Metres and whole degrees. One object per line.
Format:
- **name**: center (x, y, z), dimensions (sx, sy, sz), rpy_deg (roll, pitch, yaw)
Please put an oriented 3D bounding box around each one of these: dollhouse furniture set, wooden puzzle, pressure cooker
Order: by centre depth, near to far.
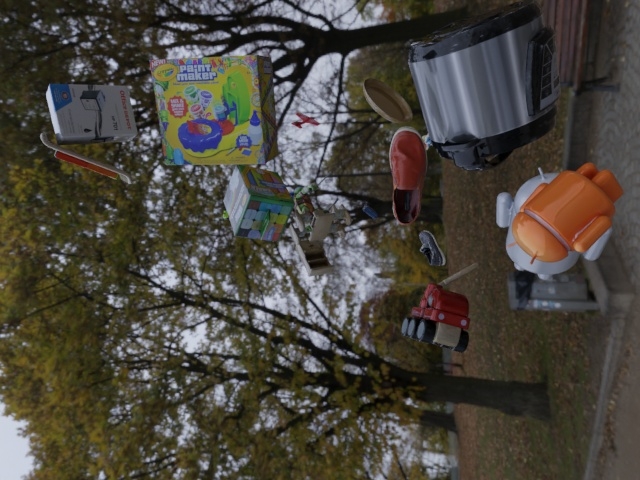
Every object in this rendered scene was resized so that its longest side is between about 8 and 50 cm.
- **wooden puzzle**: center (-0.657, -0.221, 1.250), dimensions (0.239, 0.221, 0.044), rpy_deg (27, -93, -32)
- **pressure cooker**: center (0.476, -0.421, 1.294), dimensions (0.375, 0.370, 0.420), rpy_deg (-97, -14, -67)
- **dollhouse furniture set**: center (0.000, 0.000, 1.762), dimensions (0.161, 0.212, 0.242), rpy_deg (61, 146, 35)

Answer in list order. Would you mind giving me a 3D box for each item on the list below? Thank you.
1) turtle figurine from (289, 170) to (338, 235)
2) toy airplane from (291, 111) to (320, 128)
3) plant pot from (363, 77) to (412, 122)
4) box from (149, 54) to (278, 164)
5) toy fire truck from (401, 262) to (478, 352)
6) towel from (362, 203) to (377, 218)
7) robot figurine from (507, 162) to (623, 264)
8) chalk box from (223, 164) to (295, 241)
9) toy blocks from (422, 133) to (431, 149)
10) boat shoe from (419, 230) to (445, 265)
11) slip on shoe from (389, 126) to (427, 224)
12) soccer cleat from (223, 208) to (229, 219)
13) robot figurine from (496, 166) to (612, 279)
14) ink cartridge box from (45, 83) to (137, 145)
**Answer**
- **turtle figurine**: center (-0.008, -0.150, 1.963), dimensions (0.198, 0.275, 0.266), rpy_deg (111, 153, -53)
- **toy airplane**: center (-0.076, -0.562, 2.117), dimensions (0.151, 0.151, 0.028), rpy_deg (-62, -14, -51)
- **plant pot**: center (0.256, -0.536, 1.736), dimensions (0.236, 0.032, 0.236), rpy_deg (22, -136, -23)
- **box**: center (-0.285, -0.365, 1.259), dimensions (0.177, 0.290, 0.279), rpy_deg (-70, -21, -69)
- **toy fire truck**: center (0.340, 0.160, 1.193), dimensions (0.217, 0.158, 0.246), rpy_deg (127, 158, -82)
- **towel**: center (0.208, -0.120, 1.857), dimensions (0.029, 0.067, 0.119), rpy_deg (-53, 3, 8)
- **robot figurine**: center (0.470, -0.047, 0.873), dimensions (0.158, 0.219, 0.128), rpy_deg (49, -169, 23)
- **chalk box**: center (-0.218, -0.118, 1.614), dimensions (0.180, 0.179, 0.289), rpy_deg (-62, 37, 29)
- **toy blocks**: center (0.483, -0.445, 2.027), dimensions (0.054, 0.123, 0.148), rpy_deg (41, -134, -3)
- **boat shoe**: center (0.455, 0.030, 1.887), dimensions (0.206, 0.065, 0.075), rpy_deg (-111, 13, -48)
- **slip on shoe**: center (0.284, -0.201, 1.455), dimensions (0.101, 0.123, 0.331), rpy_deg (-69, -21, -64)
- **soccer cleat**: center (-0.378, -0.136, 1.991), dimensions (0.179, 0.060, 0.072), rpy_deg (-69, -35, -51)
- **robot figurine**: center (0.640, -0.044, 1.258), dimensions (0.200, 0.300, 0.353), rpy_deg (-50, -33, -29)
- **ink cartridge box**: center (-0.606, -0.336, 1.192), dimensions (0.191, 0.082, 0.139), rpy_deg (-14, -87, -36)
